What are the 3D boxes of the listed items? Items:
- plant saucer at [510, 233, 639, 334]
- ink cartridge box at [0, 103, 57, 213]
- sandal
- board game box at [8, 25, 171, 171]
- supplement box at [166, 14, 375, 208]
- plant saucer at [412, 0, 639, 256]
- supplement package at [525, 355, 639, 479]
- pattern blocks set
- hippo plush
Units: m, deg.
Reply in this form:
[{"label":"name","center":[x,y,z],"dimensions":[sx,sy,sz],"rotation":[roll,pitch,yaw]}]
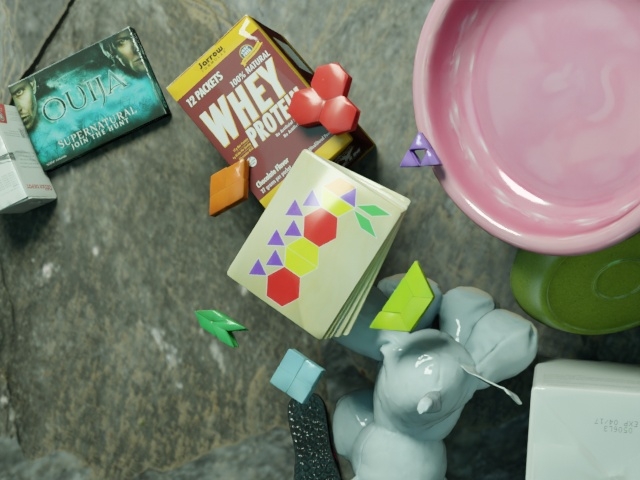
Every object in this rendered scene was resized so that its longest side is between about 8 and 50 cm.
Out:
[{"label":"plant saucer","center":[0.339,0.034,1.460],"dimensions":[0.241,0.241,0.037],"rotation":[-22,45,11]},{"label":"ink cartridge box","center":[-0.408,-0.105,1.649],"dimensions":[0.056,0.099,0.135],"rotation":[-24,87,10]},{"label":"sandal","center":[-0.006,0.283,1.621],"dimensions":[0.067,0.040,0.179],"rotation":[-7,76,5]},{"label":"board game box","center":[-0.303,-0.184,1.664],"dimensions":[0.186,0.026,0.126],"rotation":[-24,88,11]},{"label":"supplement box","center":[-0.054,-0.147,1.532],"dimensions":[0.129,0.194,0.191],"rotation":[-41,84,10]},{"label":"plant saucer","center":[0.250,-0.152,1.315],"dimensions":[0.332,0.084,0.332],"rotation":[10,106,38]},{"label":"supplement package","center":[0.321,0.235,1.422],"dimensions":[0.177,0.293,0.175],"rotation":[3,92,11]},{"label":"pattern blocks set","center":[0.000,0.000,1.403],"dimensions":[0.285,0.026,0.325],"rotation":[42,99,15]},{"label":"hippo plush","center":[0.132,0.199,1.509],"dimensions":[0.234,0.294,0.236],"rotation":[-3,118,-25]}]
